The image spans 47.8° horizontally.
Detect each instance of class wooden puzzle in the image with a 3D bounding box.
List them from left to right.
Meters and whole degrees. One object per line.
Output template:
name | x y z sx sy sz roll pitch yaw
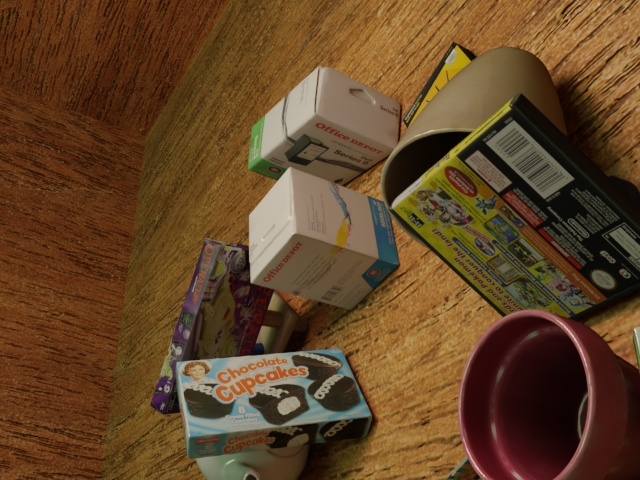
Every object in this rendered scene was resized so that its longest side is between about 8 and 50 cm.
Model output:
wooden puzzle | 0.211 0.322 1.016 0.083 0.049 0.006 -57 32 27

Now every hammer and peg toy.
hammer and peg toy | -0.178 0.272 1.663 0.266 0.127 0.361 37 108 52

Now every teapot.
teapot | -0.108 0.365 1.396 0.187 0.252 0.256 -43 54 35

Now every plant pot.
plant pot | 0.249 -0.148 1.049 0.256 0.256 0.274 -35 23 49
plant pot | 0.285 0.194 0.812 0.201 0.180 0.201 -38 43 47

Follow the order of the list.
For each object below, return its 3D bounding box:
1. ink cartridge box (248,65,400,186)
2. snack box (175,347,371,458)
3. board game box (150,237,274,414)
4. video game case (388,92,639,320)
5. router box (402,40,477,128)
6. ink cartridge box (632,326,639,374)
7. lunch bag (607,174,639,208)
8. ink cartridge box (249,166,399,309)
ink cartridge box | 0.003 -0.222 1.549 0.289 0.211 0.122 -30 48 53
snack box | -0.090 0.286 1.306 0.187 0.322 0.060 -118 30 -54
board game box | -0.200 0.175 1.446 0.056 0.208 0.347 22 97 31
video game case | 0.257 -0.014 0.906 0.248 0.275 0.035 -42 7 49
router box | 0.232 -0.255 1.325 0.179 0.046 0.133 -57 31 27
ink cartridge box | 0.419 0.129 0.687 0.209 0.062 0.109 -11 59 21
lunch bag | 0.367 -0.024 0.914 0.065 0.067 0.098 -41 43 47
ink cartridge box | 0.000 0.000 1.399 0.171 0.232 0.168 -47 37 39
